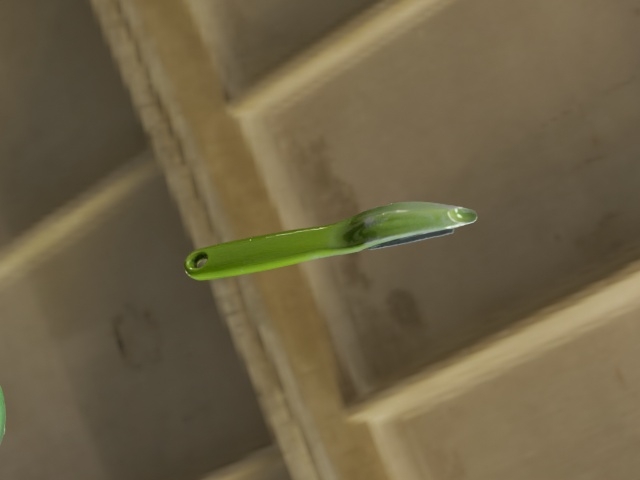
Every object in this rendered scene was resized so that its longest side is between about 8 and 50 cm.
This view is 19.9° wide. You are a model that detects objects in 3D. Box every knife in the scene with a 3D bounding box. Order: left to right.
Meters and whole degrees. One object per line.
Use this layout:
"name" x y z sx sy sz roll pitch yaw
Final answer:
"knife" 0.000 0.000 0.993 0.184 0.026 0.022 -11 -122 31

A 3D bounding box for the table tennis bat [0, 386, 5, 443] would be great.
"table tennis bat" -0.277 0.055 0.948 0.160 0.039 0.257 -30 -61 22
